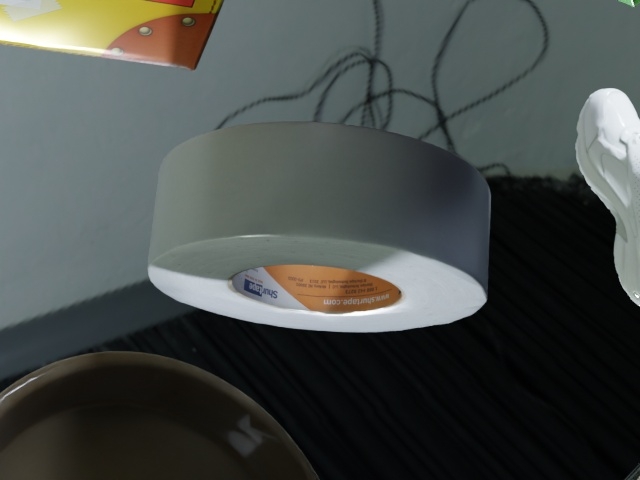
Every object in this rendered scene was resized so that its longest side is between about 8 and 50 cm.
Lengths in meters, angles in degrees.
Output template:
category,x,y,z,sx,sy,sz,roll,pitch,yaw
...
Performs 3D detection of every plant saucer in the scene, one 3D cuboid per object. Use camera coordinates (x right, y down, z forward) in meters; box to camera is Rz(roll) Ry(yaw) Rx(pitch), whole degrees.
category,x,y,z,sx,sy,sz,roll,pitch,yaw
plant saucer,-0.101,0.198,0.619,0.277,0.278,0.041,1,150,-41

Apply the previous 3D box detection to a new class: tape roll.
category,x,y,z,sx,sy,sz,roll,pitch,yaw
tape roll,0.000,0.000,0.681,0.219,0.219,0.072,28,61,-49

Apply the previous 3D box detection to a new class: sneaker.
category,x,y,z,sx,sy,sz,roll,pitch,yaw
sneaker,0.333,-0.055,1.025,0.090,0.232,0.115,-7,162,-34

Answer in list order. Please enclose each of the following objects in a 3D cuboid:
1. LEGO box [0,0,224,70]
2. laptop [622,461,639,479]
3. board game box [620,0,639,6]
category,x,y,z,sx,sy,sz,roll,pitch,yaw
LEGO box,-0.254,-0.291,0.459,0.499,0.193,0.372,4,149,-21
laptop,0.300,0.128,0.291,0.236,0.408,0.382,-3,133,-52
board game box,0.247,-0.335,0.939,0.213,0.317,0.046,-40,130,-3
